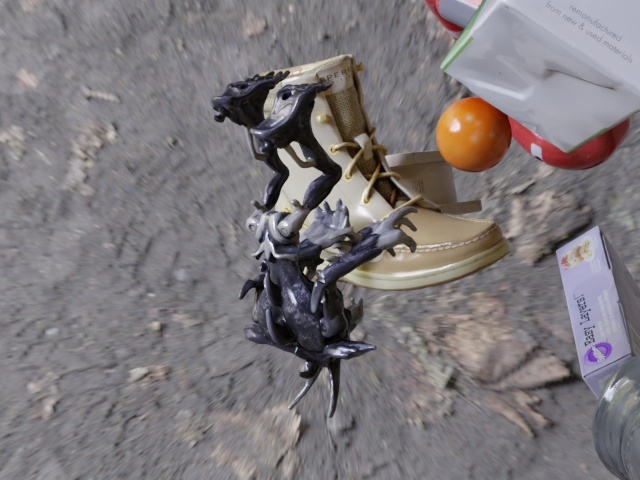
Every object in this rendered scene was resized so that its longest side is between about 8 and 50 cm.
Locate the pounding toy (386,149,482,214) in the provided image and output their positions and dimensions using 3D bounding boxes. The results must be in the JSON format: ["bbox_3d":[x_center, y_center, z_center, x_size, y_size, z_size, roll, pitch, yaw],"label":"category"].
[{"bbox_3d":[0.071,-0.019,1.857,0.154,0.269,0.154,-10,89,39],"label":"pounding toy"}]

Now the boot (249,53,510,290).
[{"bbox_3d":[0.044,-0.066,1.458,0.095,0.262,0.203,-23,109,-40],"label":"boot"}]

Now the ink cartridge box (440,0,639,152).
[{"bbox_3d":[0.234,-0.247,1.082,0.119,0.207,0.353,33,81,-2],"label":"ink cartridge box"}]

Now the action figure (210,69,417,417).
[{"bbox_3d":[0.000,0.000,1.343,0.141,0.164,0.275,-23,110,-33],"label":"action figure"}]

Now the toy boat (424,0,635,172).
[{"bbox_3d":[0.148,-0.119,1.281,0.151,0.231,0.151,33,85,38],"label":"toy boat"}]

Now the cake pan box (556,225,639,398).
[{"bbox_3d":[0.363,0.150,1.828,0.070,0.267,0.245,-31,118,18],"label":"cake pan box"}]

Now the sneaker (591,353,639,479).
[{"bbox_3d":[0.287,0.132,0.827,0.286,0.130,0.109,6,104,-4],"label":"sneaker"}]
